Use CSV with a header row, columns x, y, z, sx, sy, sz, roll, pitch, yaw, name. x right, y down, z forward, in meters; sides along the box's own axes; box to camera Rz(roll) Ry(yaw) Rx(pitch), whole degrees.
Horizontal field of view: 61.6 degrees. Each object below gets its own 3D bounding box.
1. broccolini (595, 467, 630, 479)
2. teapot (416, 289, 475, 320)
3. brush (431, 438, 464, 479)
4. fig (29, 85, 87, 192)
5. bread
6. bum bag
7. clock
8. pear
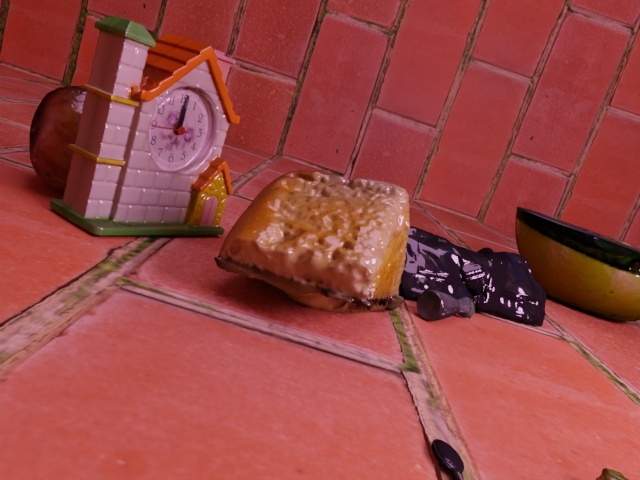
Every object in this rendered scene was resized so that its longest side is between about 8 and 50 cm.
x,y,z,sx,sy,sz,roll,pitch,yaw,name
0.314,0.215,0.377,0.216,0.058,0.067,25,16,30,broccolini
0.183,0.095,0.771,0.043,0.043,0.111,29,12,41,teapot
0.096,0.167,0.385,0.024,0.008,0.083,21,11,-5,brush
-0.303,-0.114,0.805,0.257,0.159,0.159,36,0,-37,fig
0.000,0.000,0.645,0.204,0.162,0.262,10,-5,14,bread
0.247,0.057,0.881,0.310,0.074,0.137,14,52,-23,bum bag
-0.207,-0.141,0.714,0.106,0.255,0.220,25,14,29,clock
0.610,0.069,1.218,0.399,0.165,0.399,18,12,-4,pear
